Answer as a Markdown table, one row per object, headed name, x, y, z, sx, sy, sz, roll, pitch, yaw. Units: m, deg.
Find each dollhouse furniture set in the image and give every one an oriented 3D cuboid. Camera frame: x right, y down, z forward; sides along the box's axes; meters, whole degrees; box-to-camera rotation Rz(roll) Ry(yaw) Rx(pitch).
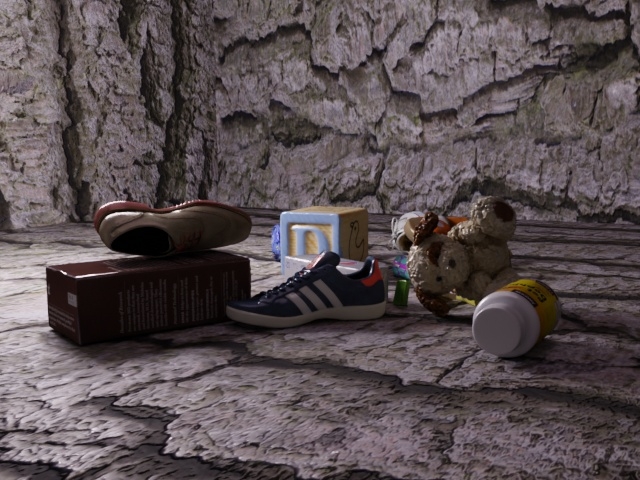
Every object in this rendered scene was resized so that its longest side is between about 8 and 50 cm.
| name | x | y | z | sx | sy | sz | roll | pitch | yaw |
| --- | --- | --- | --- | --- | --- | --- | --- | --- | --- |
| dollhouse furniture set | 0.241 | 0.136 | 1.731 | 0.152 | 0.058 | 0.076 | 18 | -12 | -35 |

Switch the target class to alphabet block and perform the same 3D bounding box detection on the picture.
| name | x | y | z | sx | sy | sz | roll | pitch | yaw |
| --- | --- | --- | --- | --- | --- | --- | --- | --- | --- |
| alphabet block | 0.014 | 0.003 | 2.149 | 0.194 | 0.192 | 0.197 | 5 | 10 | 27 |

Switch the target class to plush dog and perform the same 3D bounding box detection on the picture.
| name | x | y | z | sx | sy | sz | roll | pitch | yaw |
| --- | --- | --- | --- | --- | --- | --- | --- | --- | --- |
| plush dog | 0.298 | 0.042 | 1.625 | 0.226 | 0.262 | 0.210 | -6 | 1 | -9 |

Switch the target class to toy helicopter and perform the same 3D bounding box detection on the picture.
| name | x | y | z | sx | sy | sz | roll | pitch | yaw |
| --- | --- | --- | --- | --- | --- | --- | --- | --- | --- |
| toy helicopter | 0.416 | 0.003 | 2.268 | 0.355 | 0.140 | 0.235 | 14 | 25 | -16 |

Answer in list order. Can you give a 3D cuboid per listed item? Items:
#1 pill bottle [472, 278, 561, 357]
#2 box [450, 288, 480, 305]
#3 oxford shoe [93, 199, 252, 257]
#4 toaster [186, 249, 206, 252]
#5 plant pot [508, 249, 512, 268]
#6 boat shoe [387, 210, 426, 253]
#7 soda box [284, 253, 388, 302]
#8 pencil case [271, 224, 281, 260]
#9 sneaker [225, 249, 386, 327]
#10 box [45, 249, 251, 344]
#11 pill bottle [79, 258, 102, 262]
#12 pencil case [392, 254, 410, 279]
| name | x | y | z | sx | sy | sz | roll | pitch | yaw |
| --- | --- | --- | --- | --- | --- | --- | --- | --- | --- |
| pill bottle | 0.347 | 0.139 | 1.330 | 0.117 | 0.117 | 0.215 | 4 | 9 | 31 |
| box | 0.347 | 0.099 | 1.813 | 0.087 | 0.058 | 0.232 | -18 | 12 | -16 |
| oxford shoe | -0.305 | -0.007 | 1.620 | 0.349 | 0.122 | 0.130 | -3 | 33 | -25 |
| toaster | -0.380 | 0.024 | 2.081 | 0.110 | 0.167 | 0.186 | 0 | 8 | 14 |
| plant pot | 0.494 | 0.064 | 2.055 | 0.083 | 0.079 | 0.083 | -1 | 7 | 0 |
| boat shoe | 0.296 | -0.008 | 2.506 | 0.157 | 0.135 | 0.367 | -5 | 18 | -13 |
| soda box | 0.033 | 0.093 | 1.813 | 0.098 | 0.091 | 0.286 | -5 | 9 | -40 |
| pencil case | -0.011 | 0.002 | 2.410 | 0.306 | 0.119 | 0.133 | -2 | -16 | -9 |
| sneaker | -0.030 | 0.096 | 1.576 | 0.350 | 0.148 | 0.131 | -4 | 8 | -22 |
| box | -0.353 | 0.108 | 1.559 | 0.382 | 0.143 | 0.191 | -4 | 8 | -36 |
| pill bottle | -0.504 | 0.104 | 1.649 | 0.067 | 0.120 | 0.067 | -1 | 8 | 0 |
| pencil case | 0.250 | 0.080 | 2.003 | 0.070 | 0.064 | 0.152 | 14 | 0 | -24 |
